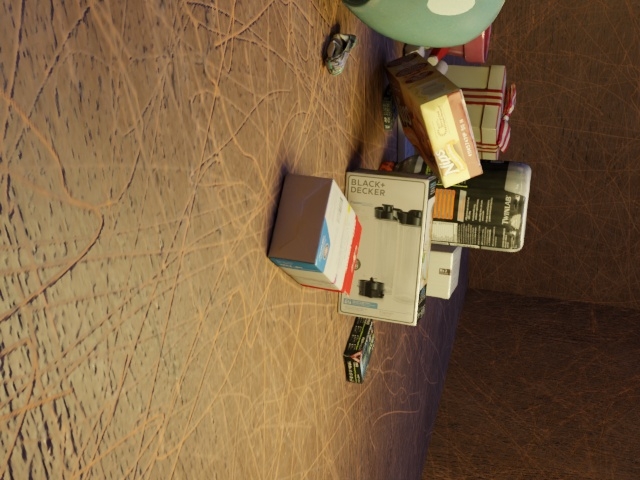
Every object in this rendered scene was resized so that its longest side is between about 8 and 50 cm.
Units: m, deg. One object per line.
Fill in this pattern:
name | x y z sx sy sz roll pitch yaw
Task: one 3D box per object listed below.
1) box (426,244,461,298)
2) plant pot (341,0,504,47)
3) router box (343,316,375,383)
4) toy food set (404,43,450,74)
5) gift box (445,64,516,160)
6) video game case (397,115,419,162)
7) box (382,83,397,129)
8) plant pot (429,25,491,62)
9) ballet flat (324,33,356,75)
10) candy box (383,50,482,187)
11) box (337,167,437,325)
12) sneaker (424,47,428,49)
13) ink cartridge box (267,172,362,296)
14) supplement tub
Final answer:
box | 0.260 0.065 1.832 0.182 0.181 0.119 -24 118 -70
plant pot | 0.128 -0.444 1.119 0.195 0.290 0.290 -17 118 -32
router box | 0.088 0.241 1.577 0.122 0.038 0.092 -67 157 -44
toy food set | 0.245 -0.452 1.719 0.104 0.111 0.232 -56 152 -33
gift box | 0.472 -0.392 2.229 0.276 0.258 0.255 49 51 -67
video game case | 0.251 -0.295 1.934 0.285 0.025 0.204 -57 149 -55
box | 0.160 -0.306 1.637 0.083 0.018 0.067 79 24 -46
plant pot | 0.364 -0.585 1.927 0.201 0.180 0.201 6 90 -73
ballet flat | 0.032 -0.320 1.180 0.041 0.041 0.114 80 22 -44
candy box | 0.225 -0.258 1.467 0.316 0.087 0.183 -106 175 -61
box | 0.130 0.008 1.409 0.087 0.169 0.290 -27 123 -67
sneaker | 0.277 -0.558 1.799 0.208 0.094 0.082 65 34 -63
ink cartridge box | 0.000 0.000 1.121 0.231 0.078 0.134 50 49 -68
supplement tub | 0.305 -0.090 1.647 0.207 0.338 0.207 7 90 -74
